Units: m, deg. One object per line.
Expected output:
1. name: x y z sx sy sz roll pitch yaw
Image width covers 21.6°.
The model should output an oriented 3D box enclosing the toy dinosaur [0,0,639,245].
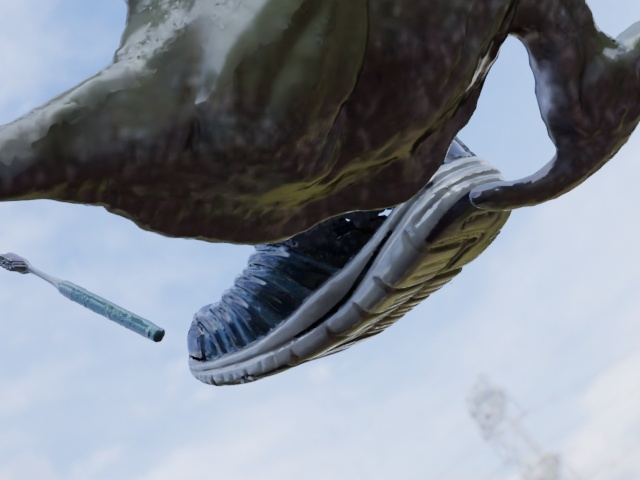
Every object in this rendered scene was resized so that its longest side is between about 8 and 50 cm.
1. toy dinosaur: 0.004 -0.079 0.564 0.294 0.077 0.162 -6 -78 -18

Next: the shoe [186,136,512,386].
1. shoe: 0.000 0.000 0.824 0.091 0.106 0.207 -15 -23 -50

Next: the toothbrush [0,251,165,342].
1. toothbrush: -0.153 0.034 1.049 0.014 0.167 0.011 3 -76 -47
